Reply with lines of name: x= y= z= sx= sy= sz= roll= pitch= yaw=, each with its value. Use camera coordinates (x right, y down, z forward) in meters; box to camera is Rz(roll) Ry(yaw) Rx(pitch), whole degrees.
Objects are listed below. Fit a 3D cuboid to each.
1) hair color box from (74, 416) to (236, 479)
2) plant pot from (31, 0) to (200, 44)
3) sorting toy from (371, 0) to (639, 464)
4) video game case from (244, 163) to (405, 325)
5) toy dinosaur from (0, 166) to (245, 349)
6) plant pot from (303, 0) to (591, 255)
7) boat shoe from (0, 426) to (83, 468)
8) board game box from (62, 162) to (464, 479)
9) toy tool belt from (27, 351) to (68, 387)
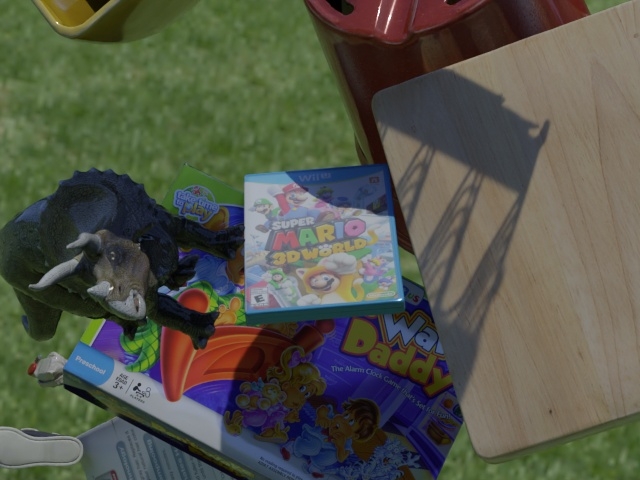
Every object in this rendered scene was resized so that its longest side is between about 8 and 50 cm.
hair color box: x=-0.093 y=0.237 z=1.692 sx=0.374 sy=0.185 sz=0.114 roll=-29 pitch=-13 yaw=38
plant pot: x=-0.122 y=-0.254 z=1.041 sx=0.212 sy=0.212 sz=0.187 roll=51 pitch=3 yaw=11
sorting toy: x=0.193 y=-0.009 z=1.001 sx=0.255 sy=0.257 sz=0.089 roll=-19 pitch=-21 yaw=10
video game case: x=0.000 y=0.000 z=1.211 sx=0.119 sy=0.015 sz=0.166 roll=-5 pitch=40 yaw=1
toy dinosaur: x=-0.161 y=0.010 z=1.106 sx=0.160 sy=0.121 sz=0.313 roll=30 pitch=-15 yaw=-28
plant pot: x=0.120 y=-0.161 z=1.324 sx=0.272 sy=0.272 sz=0.265 roll=26 pitch=-21 yaw=37
boat shoe: x=-0.329 y=0.230 z=1.733 sx=0.125 sy=0.046 sz=0.038 roll=4 pitch=-4 yaw=-26
board game box: x=-0.033 y=0.112 z=1.461 sx=0.347 sy=0.233 sz=0.078 roll=27 pitch=-21 yaw=2
toy tool belt: x=-0.374 y=0.189 z=2.192 sx=0.051 sy=0.052 sz=0.083 roll=32 pitch=-26 yaw=-27
